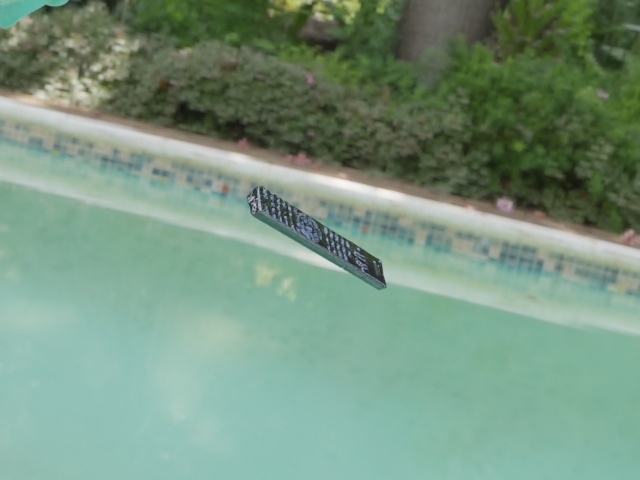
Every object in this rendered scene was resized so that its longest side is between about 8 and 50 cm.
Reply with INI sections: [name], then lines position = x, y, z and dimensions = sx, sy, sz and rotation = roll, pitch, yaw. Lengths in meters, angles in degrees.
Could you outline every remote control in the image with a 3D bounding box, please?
[remote control]
position = 0.000, 0.000, 1.535
dimensions = 0.245, 0.025, 0.063
rotation = 32, 27, -31

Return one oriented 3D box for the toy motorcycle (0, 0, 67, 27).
[toy motorcycle]
position = -0.340, -0.314, 1.231
dimensions = 0.297, 0.109, 0.198
rotation = -5, 48, 8
